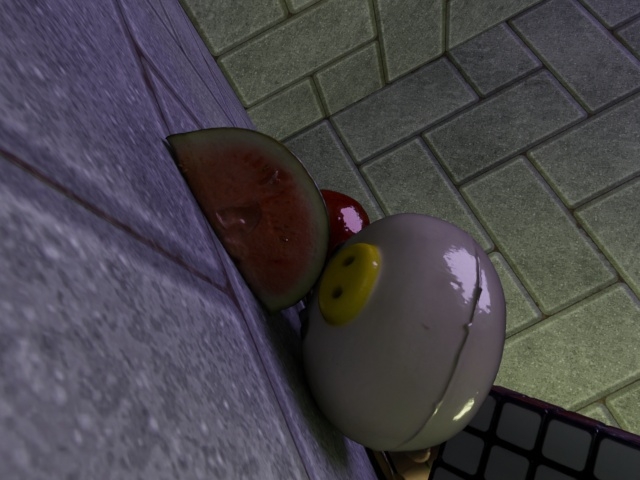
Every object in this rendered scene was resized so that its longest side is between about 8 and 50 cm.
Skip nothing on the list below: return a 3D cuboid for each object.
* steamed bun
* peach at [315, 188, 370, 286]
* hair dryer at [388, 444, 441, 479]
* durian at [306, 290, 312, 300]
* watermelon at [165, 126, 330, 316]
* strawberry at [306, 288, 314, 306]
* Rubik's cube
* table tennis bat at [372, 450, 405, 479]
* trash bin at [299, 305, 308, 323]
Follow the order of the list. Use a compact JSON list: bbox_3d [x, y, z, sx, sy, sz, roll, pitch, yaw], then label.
[{"bbox_3d":[0.129,0.140,0.785,0.334,0.373,0.333,20,-25,10],"label":"steamed bun"},{"bbox_3d":[0.000,0.000,1.081,0.243,0.244,0.199,57,11,-67],"label":"peach"},{"bbox_3d":[0.245,0.477,1.150,0.125,0.211,0.352,65,6,33],"label":"hair dryer"},{"bbox_3d":[-0.058,0.031,0.910,0.208,0.103,0.146,65,29,-29],"label":"durian"},{"bbox_3d":[-0.086,-0.057,0.755,0.303,0.159,0.128,61,-2,-13],"label":"watermelon"},{"bbox_3d":[0.015,0.175,1.242,0.187,0.082,0.146,55,-2,-13],"label":"strawberry"},{"bbox_3d":[0.434,0.497,0.972,0.344,0.336,0.345,13,-8,37],"label":"Rubik's cube"},{"bbox_3d":[0.142,0.476,0.980,0.198,0.050,0.321,64,-2,0],"label":"table tennis bat"},{"bbox_3d":[0.105,0.173,1.065,0.219,0.250,0.220,63,3,16],"label":"trash bin"}]
